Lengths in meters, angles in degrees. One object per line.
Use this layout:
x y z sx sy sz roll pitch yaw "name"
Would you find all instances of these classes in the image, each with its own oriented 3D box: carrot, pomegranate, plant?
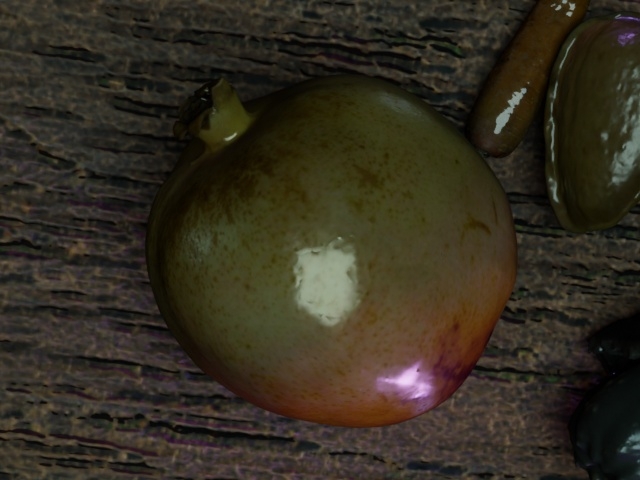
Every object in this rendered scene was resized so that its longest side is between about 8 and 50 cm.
0.202 -0.184 1.356 0.059 0.059 0.248 29 86 -13 "carrot"
0.000 0.000 1.203 0.319 0.319 0.319 -1 95 -12 "pomegranate"
0.335 0.135 1.371 0.256 0.142 0.164 -38 102 -18 "plant"

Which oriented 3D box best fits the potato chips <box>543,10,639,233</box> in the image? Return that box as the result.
0.255 -0.109 1.365 0.150 0.049 0.201 -8 110 -34 "potato chips"
